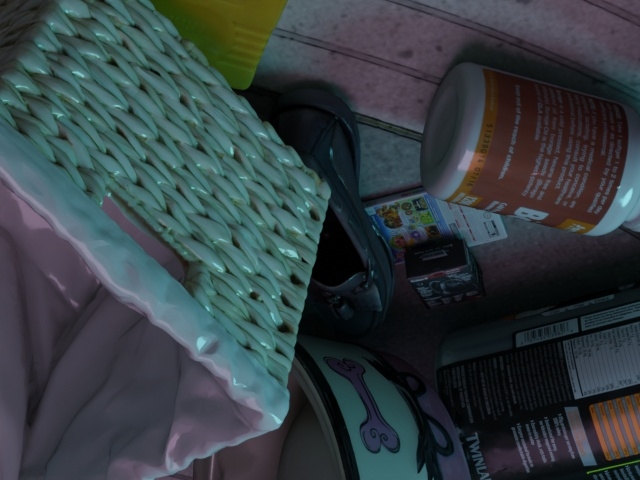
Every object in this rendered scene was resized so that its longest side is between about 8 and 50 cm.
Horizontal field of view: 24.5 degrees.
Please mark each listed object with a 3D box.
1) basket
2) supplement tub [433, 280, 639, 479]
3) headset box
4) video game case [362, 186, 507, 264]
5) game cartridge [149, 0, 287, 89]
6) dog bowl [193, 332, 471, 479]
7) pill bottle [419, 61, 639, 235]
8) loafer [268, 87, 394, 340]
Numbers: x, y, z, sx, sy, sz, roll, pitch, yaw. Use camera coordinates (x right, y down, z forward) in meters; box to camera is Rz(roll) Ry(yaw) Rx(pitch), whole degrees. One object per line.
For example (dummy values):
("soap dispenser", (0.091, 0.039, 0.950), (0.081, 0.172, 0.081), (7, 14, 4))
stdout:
("basket", (-0.218, 0.009, 1.165), (0.331, 0.266, 0.328), (-27, 120, 33))
("supplement tub", (0.287, 0.147, 1.452), (0.316, 0.194, 0.193), (-15, 135, 16))
("headset box", (0.120, 0.032, 1.433), (0.062, 0.032, 0.083), (-14, 149, 15))
("video game case", (0.109, -0.019, 1.408), (0.122, 0.011, 0.087), (-14, 135, 15))
("game cartridge", (-0.138, -0.271, 1.113), (0.285, 0.053, 0.324), (14, 134, -14))
("dog bowl", (0.011, 0.285, 1.473), (0.150, 0.408, 0.408), (-3, 141, -26))
("pill bottle", (0.204, -0.072, 1.272), (0.216, 0.121, 0.121), (13, 135, -13))
("loafer", (0.000, 0.000, 1.360), (0.109, 0.095, 0.302), (1, 136, 15))
